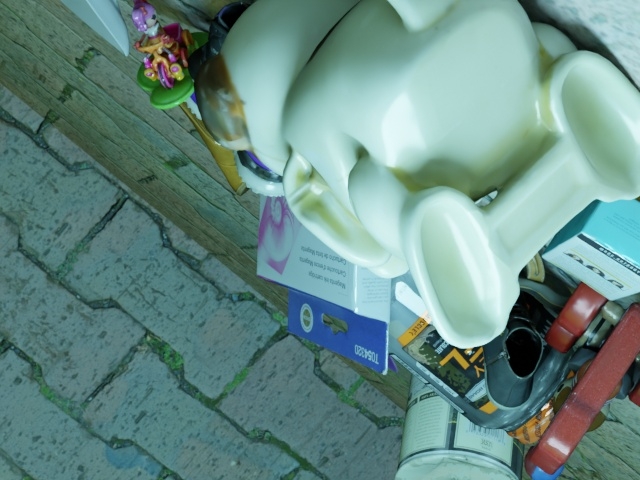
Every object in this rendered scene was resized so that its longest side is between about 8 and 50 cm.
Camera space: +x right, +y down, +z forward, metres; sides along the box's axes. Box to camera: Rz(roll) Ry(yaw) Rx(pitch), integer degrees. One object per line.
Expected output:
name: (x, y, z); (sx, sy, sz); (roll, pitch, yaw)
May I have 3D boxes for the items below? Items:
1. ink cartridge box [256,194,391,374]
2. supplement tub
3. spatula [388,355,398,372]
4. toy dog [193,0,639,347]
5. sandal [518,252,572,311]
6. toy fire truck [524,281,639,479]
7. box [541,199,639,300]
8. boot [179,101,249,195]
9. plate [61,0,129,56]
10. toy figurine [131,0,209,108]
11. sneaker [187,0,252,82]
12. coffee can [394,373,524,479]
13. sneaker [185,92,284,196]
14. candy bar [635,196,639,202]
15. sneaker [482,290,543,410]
ink cartridge box: (0.000, 0.000, 1.966); (0.071, 0.330, 0.324); (0, -173, -26)
supplement tub: (0.218, 0.132, 2.020); (0.338, 0.207, 0.207); (39, 169, -8)
spatula: (0.081, 0.093, 2.416); (0.084, 0.030, 0.297); (20, 124, 61)
toy dog: (0.042, -0.127, 1.329); (0.395, 0.285, 0.408); (45, 169, -32)
sandal: (0.269, 0.030, 1.815); (0.219, 0.060, 0.090); (28, -155, -35)
toy fire truck: (0.336, 0.182, 1.717); (0.169, 0.254, 0.302); (36, 169, 11)
box: (0.315, 0.007, 1.497); (0.100, 0.060, 0.244); (32, 174, 3)
boot: (-0.166, -0.195, 2.235); (0.211, 0.104, 0.295); (42, 165, 6)
plate: (-0.386, -0.419, 1.981); (0.277, 0.045, 0.278); (42, 169, 45)
toy figurine: (-0.233, -0.293, 1.914); (0.173, 0.130, 0.159); (-87, -24, -47)
sneaker: (-0.099, -0.258, 1.781); (0.283, 0.107, 0.124); (15, 141, 55)
coffee can: (0.235, 0.282, 2.236); (0.201, 0.275, 0.202); (8, 143, 6)
sneaker: (-0.101, -0.208, 1.958); (0.293, 0.102, 0.146); (53, 142, 34)
candy bar: (0.308, -0.049, 1.467); (0.161, 0.018, 0.040); (28, 169, 42)
sneaker: (0.251, 0.101, 1.816); (0.083, 0.222, 0.118); (-5, 154, -8)
